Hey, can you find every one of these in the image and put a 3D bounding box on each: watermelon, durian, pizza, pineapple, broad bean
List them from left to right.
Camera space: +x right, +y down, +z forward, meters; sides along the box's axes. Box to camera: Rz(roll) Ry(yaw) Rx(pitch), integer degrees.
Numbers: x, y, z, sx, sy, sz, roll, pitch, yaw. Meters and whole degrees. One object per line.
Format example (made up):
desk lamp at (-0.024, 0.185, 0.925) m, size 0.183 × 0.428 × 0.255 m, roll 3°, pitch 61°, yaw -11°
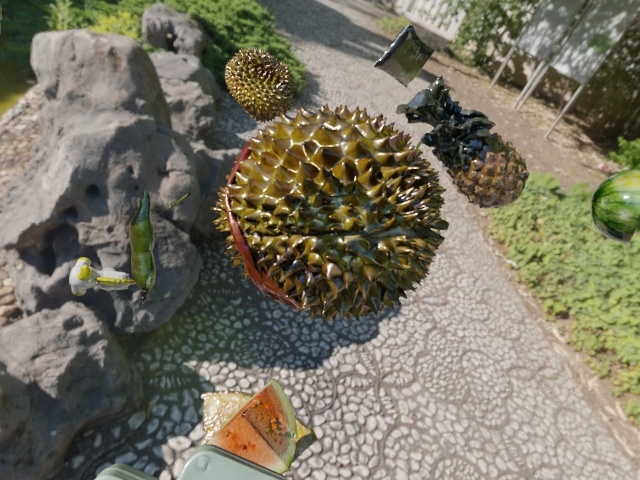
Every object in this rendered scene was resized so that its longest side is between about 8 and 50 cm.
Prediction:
broad bean at (-0.521, 0.021, 1.322) m, size 0.077 × 0.338 × 0.061 m, roll 4°, pitch 8°, yaw 35°
pizza at (-0.178, 0.510, 1.140) m, size 0.324 × 0.089 × 0.223 m, roll 16°, pitch 66°, yaw 13°
watermelon at (-0.127, 0.386, 0.948) m, size 0.193 × 0.137 × 0.145 m, roll 6°, pitch 16°, yaw 18°
durian at (-0.123, -0.325, 0.947) m, size 0.168 × 0.137 × 0.158 m, roll 35°, pitch 8°, yaw -3°
durian at (0.010, -0.046, 0.730) m, size 0.385 × 0.347 × 0.347 m, roll 7°, pitch 28°, yaw 18°
pineapple at (0.281, -0.190, 0.917) m, size 0.310 × 0.170 × 0.141 m, roll 36°, pitch 60°, yaw -26°
watermelon at (0.420, -0.051, 0.643) m, size 0.062 × 0.105 × 0.105 m, roll 10°, pitch 27°, yaw 22°

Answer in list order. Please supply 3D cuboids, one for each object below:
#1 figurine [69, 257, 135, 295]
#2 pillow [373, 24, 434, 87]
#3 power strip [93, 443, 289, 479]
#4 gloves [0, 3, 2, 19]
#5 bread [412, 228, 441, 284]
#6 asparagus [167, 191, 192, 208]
figurine at (-0.629, 0.113, 1.310) m, size 0.178 × 0.130 × 0.109 m, roll 19°, pitch 70°, yaw -40°
pillow at (0.243, -0.517, 1.282) m, size 0.055 × 0.141 × 0.208 m, roll 53°, pitch 25°, yaw 21°
power strip at (-0.179, 0.379, 0.563) m, size 0.261 × 0.141 × 0.229 m, roll 26°, pitch 68°, yaw -4°
gloves at (-0.792, -0.506, 1.002) m, size 0.141 × 0.331 × 0.154 m, roll 13°, pitch 25°, yaw -34°
bread at (0.245, 0.033, 1.262) m, size 0.136 × 0.241 × 0.107 m, roll -37°, pitch 60°, yaw -22°
asparagus at (-0.453, -0.127, 1.452) m, size 0.016 × 0.166 × 0.013 m, roll 51°, pitch 46°, yaw -17°
